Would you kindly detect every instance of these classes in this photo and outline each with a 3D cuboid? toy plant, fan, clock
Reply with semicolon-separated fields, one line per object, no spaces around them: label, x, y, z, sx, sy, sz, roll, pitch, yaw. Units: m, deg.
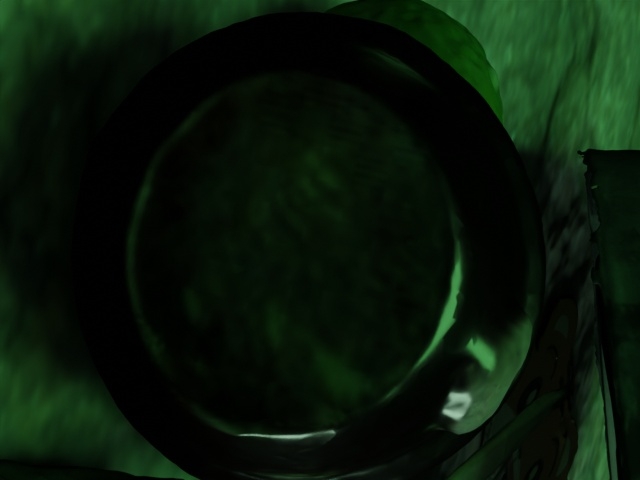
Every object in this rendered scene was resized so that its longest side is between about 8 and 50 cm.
toy plant;0.000;0.000;0.641;0.235;0.175;0.218;43;71;-87
fan;0.108;0.142;1.023;0.226;0.008;0.153;-44;139;-43
clock;0.198;0.136;0.933;0.386;0.076;0.386;-6;90;-82

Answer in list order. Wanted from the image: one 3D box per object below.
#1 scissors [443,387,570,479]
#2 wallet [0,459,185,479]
scissors;0.015;0.157;0.789;0.300;0.022;0.109;-39;137;-25
wallet;-0.132;0.198;0.611;0.168;0.052;0.245;13;97;-60
